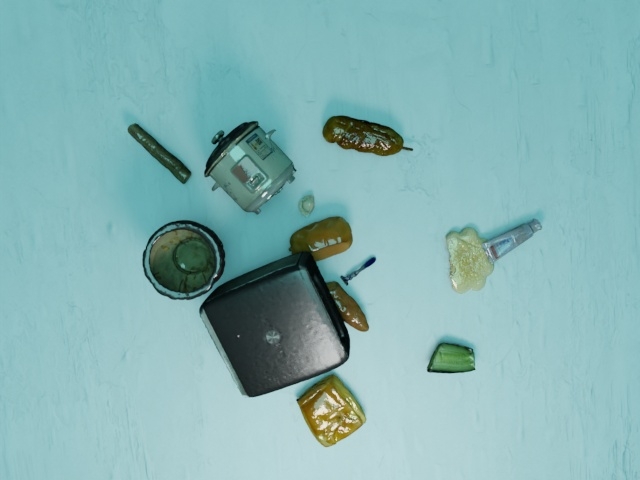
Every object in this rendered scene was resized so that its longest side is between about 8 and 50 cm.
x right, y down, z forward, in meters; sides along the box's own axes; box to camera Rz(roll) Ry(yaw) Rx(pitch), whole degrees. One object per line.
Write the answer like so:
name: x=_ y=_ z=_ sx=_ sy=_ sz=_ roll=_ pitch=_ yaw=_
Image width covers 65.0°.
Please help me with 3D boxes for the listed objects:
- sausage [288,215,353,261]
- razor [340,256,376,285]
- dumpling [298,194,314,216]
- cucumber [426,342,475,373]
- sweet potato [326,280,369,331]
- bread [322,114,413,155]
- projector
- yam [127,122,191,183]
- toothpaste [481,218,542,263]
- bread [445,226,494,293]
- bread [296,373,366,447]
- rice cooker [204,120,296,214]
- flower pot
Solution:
sausage: x=0.000 y=0.001 z=1.842 sx=0.241 sy=0.120 sz=0.136 roll=-22 pitch=57 yaw=-4
razor: x=0.150 y=0.112 z=1.905 sx=0.155 sy=0.028 sz=0.044 roll=-36 pitch=95 yaw=0
dumpling: x=-0.053 y=-0.133 z=1.870 sx=0.060 sy=0.043 sz=0.077 roll=13 pitch=110 yaw=12
cucumber: x=0.494 y=0.458 z=1.925 sx=0.193 sy=0.085 sz=0.115 roll=3 pitch=62 yaw=-7
sweet potato: x=0.094 y=0.250 z=1.878 sx=0.097 sy=0.097 sz=0.251 roll=-43 pitch=94 yaw=0
bread: x=0.178 y=-0.378 z=1.844 sx=0.344 sy=0.084 sz=0.124 roll=13 pitch=94 yaw=-5
projector: x=-0.143 y=0.285 z=1.747 sx=0.406 sy=0.242 sz=0.394 roll=-24 pitch=99 yaw=10
yam: x=-0.581 y=-0.315 z=1.816 sx=0.274 sy=0.061 sz=0.061 roll=42 pitch=91 yaw=-5
toothpaste: x=0.730 y=-0.005 z=1.909 sx=0.234 sy=0.057 sz=0.089 roll=-30 pitch=98 yaw=-6
bread: x=0.575 y=0.074 z=1.922 sx=0.182 sy=0.039 sz=0.250 roll=-8 pitch=94 yaw=-2
bread: x=0.038 y=0.649 z=1.902 sx=0.211 sy=0.099 sz=0.235 roll=-34 pitch=96 yaw=0
rice cooker: x=-0.252 y=-0.261 z=1.739 sx=0.317 sy=0.264 sz=0.316 roll=1 pitch=105 yaw=3
flower pot: x=-0.452 y=0.059 z=1.747 sx=0.267 sy=0.267 sz=0.266 roll=0 pitch=94 yaw=-2
